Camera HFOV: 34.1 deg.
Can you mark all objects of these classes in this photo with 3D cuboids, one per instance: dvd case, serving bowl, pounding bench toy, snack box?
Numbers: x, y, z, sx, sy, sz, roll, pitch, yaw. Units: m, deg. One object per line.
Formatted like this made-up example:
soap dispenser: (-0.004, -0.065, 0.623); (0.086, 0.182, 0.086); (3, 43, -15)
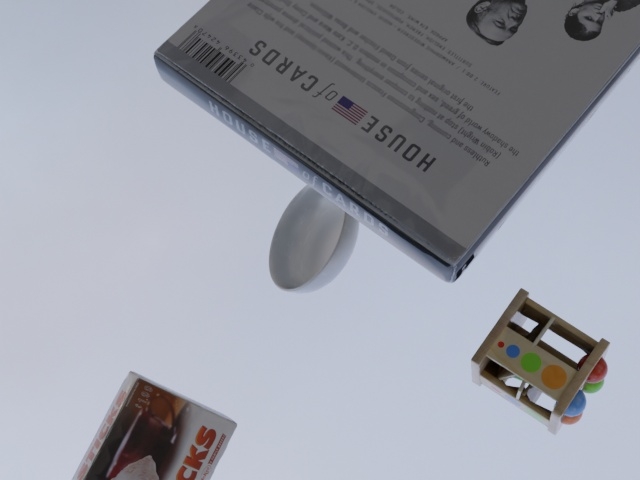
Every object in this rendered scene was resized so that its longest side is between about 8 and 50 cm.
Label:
dvd case: (0.064, -0.116, 0.513); (0.179, 0.029, 0.239); (36, -110, 17)
serving bowl: (0.000, 0.000, 0.712); (0.027, 0.083, 0.083); (25, -154, -31)
pounding bench toy: (0.130, 0.078, 0.611); (0.065, 0.083, 0.052); (33, -103, 19)
snack box: (-0.112, 0.162, 0.544); (0.178, 0.064, 0.022); (-63, -155, -8)
